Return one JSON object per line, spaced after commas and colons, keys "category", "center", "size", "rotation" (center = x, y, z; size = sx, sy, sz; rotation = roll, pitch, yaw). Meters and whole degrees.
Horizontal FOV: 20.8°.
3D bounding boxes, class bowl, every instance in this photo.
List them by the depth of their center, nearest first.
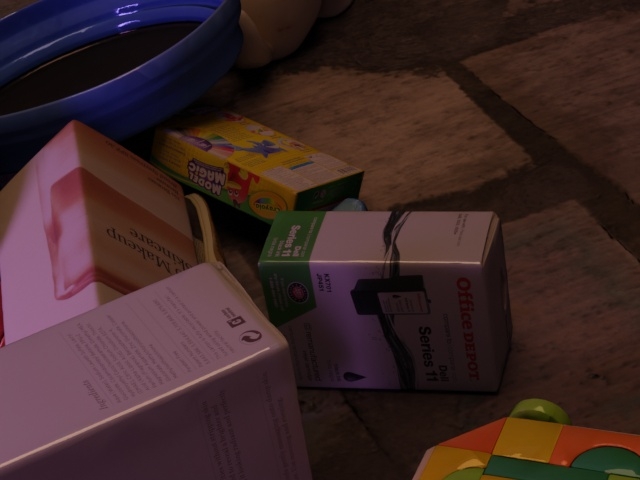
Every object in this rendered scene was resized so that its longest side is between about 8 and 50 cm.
{"category": "bowl", "center": [-0.267, -0.194, 1.952], "size": [0.391, 0.077, 0.391], "rotation": [-17, 26, 9]}

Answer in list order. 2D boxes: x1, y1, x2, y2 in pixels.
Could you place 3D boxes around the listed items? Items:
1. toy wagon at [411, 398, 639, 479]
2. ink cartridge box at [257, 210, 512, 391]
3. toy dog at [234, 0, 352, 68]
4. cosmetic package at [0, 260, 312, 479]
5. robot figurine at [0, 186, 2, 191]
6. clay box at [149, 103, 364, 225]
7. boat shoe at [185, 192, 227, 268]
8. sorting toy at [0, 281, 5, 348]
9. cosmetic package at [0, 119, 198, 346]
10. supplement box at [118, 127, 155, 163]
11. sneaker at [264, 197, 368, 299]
{"category": "toy wagon", "center": [0.231, 0.235, 1.359], "size": [0.344, 0.068, 0.267], "rotation": [6, 37, 22]}
{"category": "ink cartridge box", "center": [0.063, 0.055, 1.594], "size": [0.208, 0.153, 0.087], "rotation": [0, 35, 16]}
{"category": "toy dog", "center": [-0.131, -0.444, 2.154], "size": [0.285, 0.407, 0.395], "rotation": [-1, 34, 14]}
{"category": "cosmetic package", "center": [-0.208, 0.199, 1.399], "size": [0.385, 0.217, 0.156], "rotation": [-20, 35, -19]}
{"category": "robot figurine", "center": [-0.399, -0.007, 1.737], "size": [0.174, 0.209, 0.278], "rotation": [-17, 10, -1]}
{"category": "clay box", "center": [-0.080, -0.082, 1.862], "size": [0.222, 0.053, 0.127], "rotation": [25, 26, 29]}
{"category": "boat shoe", "center": [-0.134, 0.028, 1.751], "size": [0.073, 0.080, 0.223], "rotation": [-10, 38, -10]}
{"category": "sorting toy", "center": [-0.311, 0.173, 1.586], "size": [0.126, 0.127, 0.365], "rotation": [27, 41, 9]}
{"category": "cosmetic package", "center": [-0.202, 0.042, 1.625], "size": [0.129, 0.153, 0.296], "rotation": [-42, 37, 21]}
{"category": "supplement box", "center": [-0.245, -0.090, 1.961], "size": [0.130, 0.073, 0.239], "rotation": [-9, 34, -1]}
{"category": "sneaker", "center": [0.000, 0.000, 1.763], "size": [0.063, 0.073, 0.162], "rotation": [14, 40, 31]}
